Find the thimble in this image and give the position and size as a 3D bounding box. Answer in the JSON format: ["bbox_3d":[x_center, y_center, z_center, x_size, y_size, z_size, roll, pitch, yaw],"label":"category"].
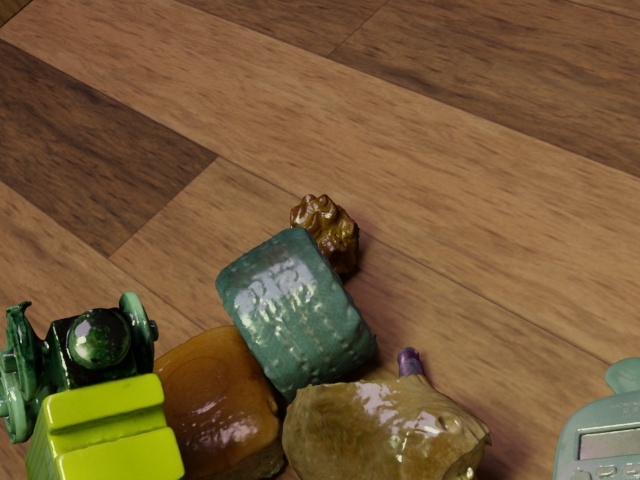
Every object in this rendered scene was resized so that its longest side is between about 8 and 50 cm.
[{"bbox_3d":[-0.034,0.086,1.821,0.143,0.198,0.235,-33,37,-1],"label":"thimble"}]

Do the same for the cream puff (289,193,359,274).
[{"bbox_3d":[0.000,0.000,1.978,0.094,0.122,0.116,-41,-3,-22],"label":"cream puff"}]

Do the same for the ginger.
[{"bbox_3d":[0.070,0.253,1.606,0.276,0.130,0.221,-26,73,42],"label":"ginger"}]

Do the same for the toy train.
[{"bbox_3d":[-0.268,0.228,1.662,0.179,0.442,0.272,-12,74,-18],"label":"toy train"}]

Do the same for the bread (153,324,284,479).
[{"bbox_3d":[-0.135,0.221,1.811,0.174,0.121,0.245,-31,34,7],"label":"bread"}]

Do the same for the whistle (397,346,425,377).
[{"bbox_3d":[0.117,0.196,1.718,0.033,0.033,0.176,-24,37,13],"label":"whistle"}]

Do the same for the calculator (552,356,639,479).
[{"bbox_3d":[0.332,0.245,1.493,0.184,0.042,0.295,-11,44,28],"label":"calculator"}]
